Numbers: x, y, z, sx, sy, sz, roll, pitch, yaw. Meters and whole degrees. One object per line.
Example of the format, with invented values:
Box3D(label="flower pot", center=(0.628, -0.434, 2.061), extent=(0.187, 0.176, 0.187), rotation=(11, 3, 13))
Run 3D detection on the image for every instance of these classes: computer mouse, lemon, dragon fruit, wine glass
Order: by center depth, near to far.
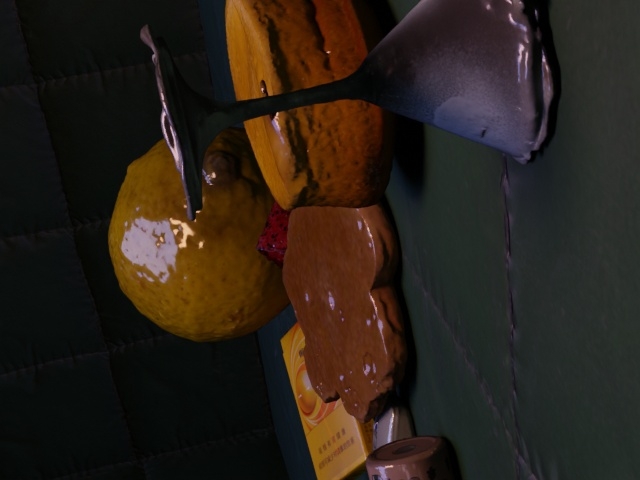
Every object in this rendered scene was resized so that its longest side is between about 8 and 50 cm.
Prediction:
Box3D(label="wine glass", center=(0.013, -0.097, 0.689), extent=(0.156, 0.232, 0.156), rotation=(167, 90, -82))
Box3D(label="computer mouse", center=(0.093, 0.268, 1.344), extent=(0.089, 0.056, 0.182), rotation=(175, 83, -77))
Box3D(label="dragon fruit", center=(0.001, 0.001, 1.530), extent=(0.161, 0.120, 0.127), rotation=(11, 72, 55))
Box3D(label="lemon", center=(-0.173, -0.016, 1.758), extent=(0.387, 0.349, 0.350), rotation=(112, 146, -64))

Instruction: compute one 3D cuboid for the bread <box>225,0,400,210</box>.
Box3D(label="bread", center=(-0.005, -0.153, 1.052), extent=(0.195, 0.142, 0.270), rotation=(92, 162, -52))

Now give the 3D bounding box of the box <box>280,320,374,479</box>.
Box3D(label="box", center=(0.014, 0.240, 1.687), extent=(0.152, 0.043, 0.269), rotation=(-49, 50, 45))

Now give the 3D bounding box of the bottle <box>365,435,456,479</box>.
Box3D(label="bottle", center=(0.106, 0.291, 1.150), extent=(0.099, 0.098, 0.152), rotation=(-164, 59, -81))

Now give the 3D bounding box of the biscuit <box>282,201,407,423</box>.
Box3D(label="biscuit", center=(0.032, 0.075, 1.321), extent=(0.376, 0.051, 0.269), rotation=(101, 148, -47))

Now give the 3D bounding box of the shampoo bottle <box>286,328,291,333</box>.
Box3D(label="shampoo bottle", center=(0.016, 0.290, 1.818), extent=(0.098, 0.071, 0.310), rotation=(-34, 67, 63))
